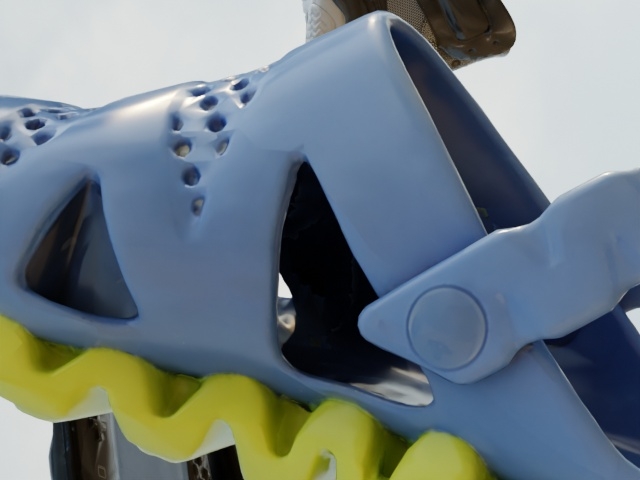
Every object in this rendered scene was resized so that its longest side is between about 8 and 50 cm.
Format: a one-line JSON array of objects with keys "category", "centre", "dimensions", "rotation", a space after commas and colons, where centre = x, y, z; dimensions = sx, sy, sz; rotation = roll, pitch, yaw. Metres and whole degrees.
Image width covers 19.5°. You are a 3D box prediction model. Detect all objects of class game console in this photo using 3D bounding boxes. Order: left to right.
[{"category": "game console", "centre": [-0.074, 0.161, 1.125], "dimensions": [0.361, 0.044, 0.213], "rotation": [41, -151, -65]}]

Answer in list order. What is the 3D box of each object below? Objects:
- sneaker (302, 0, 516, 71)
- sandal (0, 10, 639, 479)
[{"category": "sneaker", "centre": [0.059, -0.115, 1.343], "dimensions": [0.101, 0.153, 0.268], "rotation": [-134, 48, -76]}, {"category": "sandal", "centre": [0.000, 0.000, 0.505], "dimensions": [0.126, 0.317, 0.138], "rotation": [-21, -50, -71]}]
